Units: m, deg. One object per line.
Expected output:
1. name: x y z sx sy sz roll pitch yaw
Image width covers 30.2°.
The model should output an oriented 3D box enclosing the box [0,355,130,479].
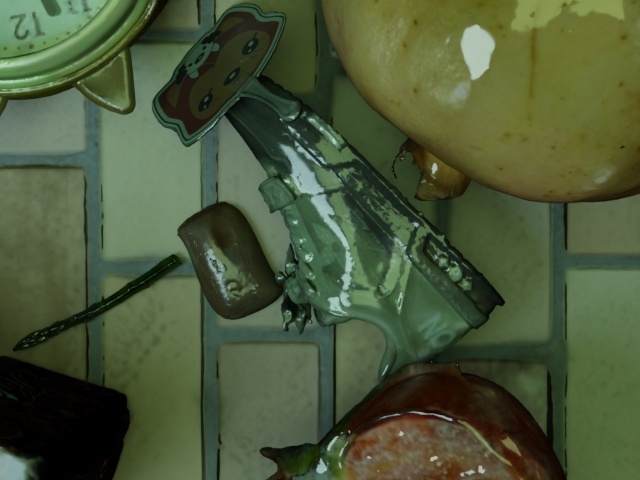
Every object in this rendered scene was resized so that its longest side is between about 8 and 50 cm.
1. box: -0.375 0.133 0.907 0.415 0.264 0.116 16 91 3

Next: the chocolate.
1. chocolate: -0.078 0.017 1.010 0.064 0.031 0.101 -24 89 -3

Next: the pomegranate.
1. pomegranate: 0.152 -0.168 0.873 0.338 0.338 0.338 0 91 1

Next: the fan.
1. fan: -0.066 -0.126 0.929 0.009 0.220 0.132 38 90 -34

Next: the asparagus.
1. asparagus: -0.192 0.056 1.022 0.162 0.016 0.016 -29 117 2

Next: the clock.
1. clock: -0.253 -0.259 0.965 0.286 0.117 0.349 -11 92 1

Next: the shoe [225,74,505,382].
1. shoe: 0.000 0.000 0.967 0.293 0.109 0.149 42 92 0

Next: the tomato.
1. tomato: 0.107 0.228 0.945 0.308 0.170 0.309 13 122 22
